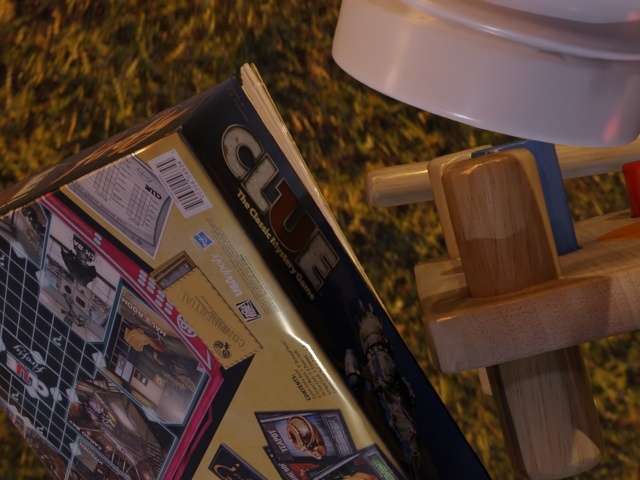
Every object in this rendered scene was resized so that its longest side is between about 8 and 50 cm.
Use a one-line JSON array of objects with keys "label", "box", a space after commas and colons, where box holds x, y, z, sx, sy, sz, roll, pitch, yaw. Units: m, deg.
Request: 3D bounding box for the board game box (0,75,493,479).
[{"label": "board game box", "box": [-0.034, 0.074, 0.572, 0.165, 0.042, 0.243, -20, 110, 37]}]

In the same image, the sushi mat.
[{"label": "sushi mat", "box": [0.000, 0.000, 1.324, 0.019, 0.151, 0.317, -23, 68, -14]}]

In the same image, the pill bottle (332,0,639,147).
[{"label": "pill bottle", "box": [0.073, -0.140, 0.389, 0.121, 0.121, 0.216, 12, 109, -8]}]

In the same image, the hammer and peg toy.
[{"label": "hammer and peg toy", "box": [0.163, 0.000, 0.696, 0.265, 0.361, 0.127, -14, 93, 3]}]
